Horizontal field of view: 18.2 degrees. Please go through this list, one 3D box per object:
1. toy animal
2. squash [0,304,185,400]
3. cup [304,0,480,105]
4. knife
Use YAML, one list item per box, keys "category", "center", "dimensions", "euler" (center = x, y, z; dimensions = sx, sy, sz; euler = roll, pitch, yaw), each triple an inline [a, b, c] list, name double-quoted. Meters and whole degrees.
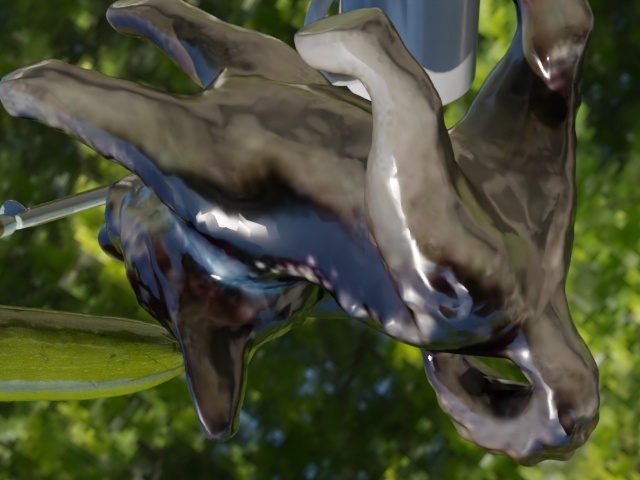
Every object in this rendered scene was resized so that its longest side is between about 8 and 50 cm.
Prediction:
- category: "toy animal"
  center: [0.000, 0.000, 1.182]
  dimensions: [0.194, 0.344, 0.303]
  euler: [-37, -64, -47]
- category: "squash"
  center: [-0.184, 0.074, 1.321]
  dimensions: [0.201, 0.066, 0.066]
  euler: [-1, -145, 0]
- category: "cup"
  center: [0.045, -0.168, 1.395]
  dimensions: [0.136, 0.133, 0.099]
  euler: [-9, -140, -10]
- category: "knife"
  center: [-0.241, -0.020, 1.580]
  dimensions: [0.343, 0.061, 0.027]
  euler: [-19, -85, -40]
